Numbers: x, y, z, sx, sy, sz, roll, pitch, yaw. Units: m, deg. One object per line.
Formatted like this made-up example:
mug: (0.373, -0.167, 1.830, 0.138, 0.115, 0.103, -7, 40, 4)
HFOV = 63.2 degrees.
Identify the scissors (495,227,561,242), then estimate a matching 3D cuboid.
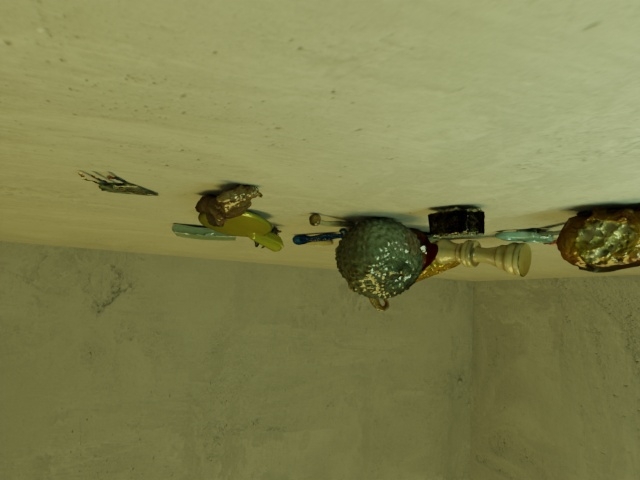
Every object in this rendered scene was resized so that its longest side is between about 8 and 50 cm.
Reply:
scissors: (0.681, -0.022, 1.574, 0.191, 0.030, 0.360, 6, 173, -8)

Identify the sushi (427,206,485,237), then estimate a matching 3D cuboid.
sushi: (0.353, -0.046, 1.349, 0.150, 0.078, 0.090, -5, 175, 43)

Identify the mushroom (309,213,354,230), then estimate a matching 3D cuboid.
mushroom: (0.063, -0.046, 1.656, 0.068, 0.043, 0.306, 19, -176, 33)

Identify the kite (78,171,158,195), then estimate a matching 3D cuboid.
kite: (-0.504, -0.134, 1.288, 0.141, 0.015, 0.245, 0, 173, 3)

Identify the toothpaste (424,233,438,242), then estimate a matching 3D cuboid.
toothpaste: (0.339, 0.004, 1.871, 0.069, 0.047, 0.268, 26, 162, -20)

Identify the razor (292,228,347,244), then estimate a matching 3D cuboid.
razor: (0.009, -0.006, 1.937, 0.056, 0.093, 0.324, -35, -159, -34)

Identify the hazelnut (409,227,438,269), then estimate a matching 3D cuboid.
hazelnut: (0.280, 0.025, 1.732, 0.201, 0.160, 0.170, 39, 167, 15)

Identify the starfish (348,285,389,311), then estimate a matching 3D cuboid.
starfish: (0.172, 0.133, 2.051, 0.113, 0.303, 0.312, -21, 152, -10)

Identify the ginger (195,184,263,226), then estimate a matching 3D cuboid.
ginger: (-0.244, -0.091, 1.327, 0.122, 0.084, 0.290, -18, 180, -29)

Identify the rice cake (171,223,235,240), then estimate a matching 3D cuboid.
rice cake: (-0.439, -0.028, 1.974, 0.236, 0.043, 0.127, 4, 171, -11)

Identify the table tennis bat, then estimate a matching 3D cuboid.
table tennis bat: (-0.233, -0.037, 1.682, 0.224, 0.054, 0.368, -4, 160, 30)

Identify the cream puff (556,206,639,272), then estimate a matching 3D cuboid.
cream puff: (0.712, -0.002, 1.245, 0.268, 0.155, 0.241, -1, 173, 17)

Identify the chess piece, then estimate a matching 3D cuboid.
chess piece: (0.527, 0.049, 1.836, 0.397, 0.117, 0.117, 6, 176, 41)

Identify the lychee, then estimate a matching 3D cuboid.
lychee: (0.175, 0.051, 1.568, 0.255, 0.256, 0.274, 7, -167, -28)

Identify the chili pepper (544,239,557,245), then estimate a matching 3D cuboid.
chili pepper: (0.847, 0.008, 1.754, 0.178, 0.027, 0.045, 0, 168, 23)

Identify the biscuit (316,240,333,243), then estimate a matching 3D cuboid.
biscuit: (-0.019, 0.007, 2.150, 0.151, 0.020, 0.152, 3, 173, 0)

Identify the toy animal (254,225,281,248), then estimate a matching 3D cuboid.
toy animal: (-0.186, -0.011, 1.919, 0.105, 0.070, 0.202, -16, 167, 2)

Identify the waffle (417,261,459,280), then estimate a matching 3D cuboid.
waffle: (0.416, 0.118, 2.170, 0.381, 0.095, 0.379, -22, 168, 22)
